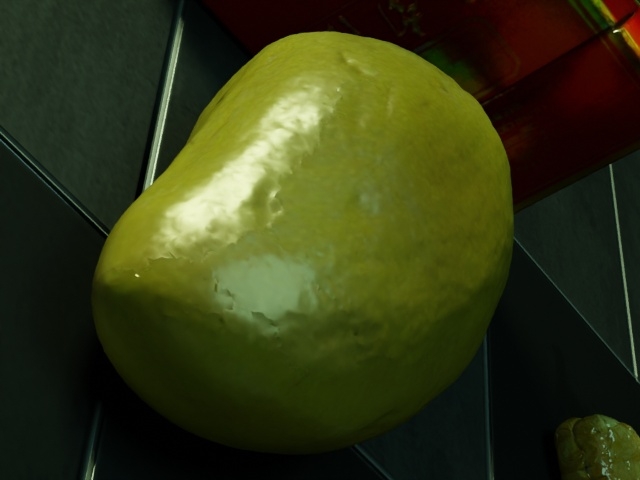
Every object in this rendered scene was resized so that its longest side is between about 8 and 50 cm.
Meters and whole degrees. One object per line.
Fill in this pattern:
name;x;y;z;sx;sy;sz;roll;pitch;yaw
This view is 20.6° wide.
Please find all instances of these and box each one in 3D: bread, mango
bread;0.192;0.157;1.197;0.081;0.046;0.083;-23;87;-60
mango;0.006;0.005;0.903;0.195;0.142;0.332;51;34;-13

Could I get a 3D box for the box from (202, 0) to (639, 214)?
box;0.064;-0.151;1.087;0.313;0.197;0.089;45;29;-31
